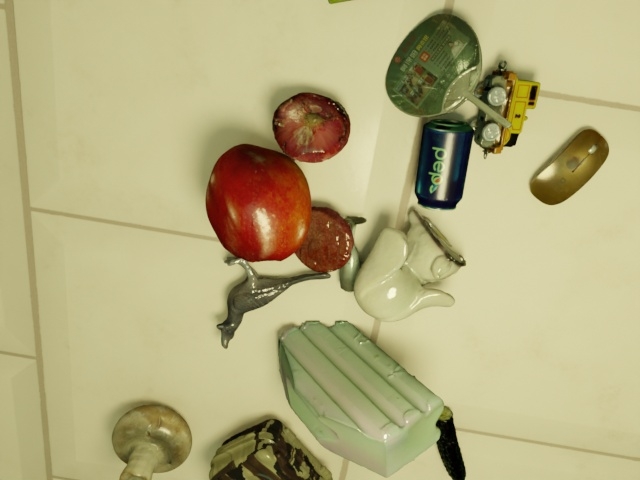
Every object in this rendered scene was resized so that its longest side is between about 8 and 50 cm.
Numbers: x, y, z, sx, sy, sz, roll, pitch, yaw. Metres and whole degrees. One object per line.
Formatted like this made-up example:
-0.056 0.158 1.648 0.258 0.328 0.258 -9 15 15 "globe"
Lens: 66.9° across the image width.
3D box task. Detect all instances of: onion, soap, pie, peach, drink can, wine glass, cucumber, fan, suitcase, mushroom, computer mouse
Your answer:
-0.022 -0.249 1.127 0.184 0.183 0.147 5 154 3 "onion"
0.065 0.384 1.257 0.262 0.446 0.156 -23 126 -28 "soap"
0.000 0.000 1.239 0.183 0.049 0.182 12 116 25 "pie"
-0.144 -0.083 1.111 0.249 0.274 0.245 -20 146 4 "peach"
0.288 -0.177 1.140 0.118 0.118 0.204 4 111 3 "drink can"
0.083 0.037 1.273 0.066 0.066 0.197 3 113 3 "wine glass"
0.394 0.636 1.481 0.072 0.072 0.300 -14 110 10 "cucumber"
0.262 -0.341 1.079 0.223 0.012 0.294 -22 88 26 "fan"
-0.171 0.739 1.504 0.339 0.194 0.351 -33 105 22 "suitcase"
-0.520 0.632 1.467 0.244 0.243 0.243 1 112 4 "mushroom"
0.595 -0.171 1.158 0.102 0.045 0.199 37 110 -13 "computer mouse"

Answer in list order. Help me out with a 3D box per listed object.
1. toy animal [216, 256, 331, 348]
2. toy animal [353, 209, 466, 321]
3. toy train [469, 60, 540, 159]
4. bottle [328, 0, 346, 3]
-0.176 0.120 1.316 0.367 0.081 0.205 -35 101 8 "toy animal"
0.229 0.088 1.219 0.249 0.174 0.289 25 110 -5 "toy animal"
0.417 -0.292 1.102 0.127 0.089 0.219 1 111 -7 "toy train"
0.173 -0.568 1.005 0.330 0.093 0.093 -7 111 7 "bottle"
